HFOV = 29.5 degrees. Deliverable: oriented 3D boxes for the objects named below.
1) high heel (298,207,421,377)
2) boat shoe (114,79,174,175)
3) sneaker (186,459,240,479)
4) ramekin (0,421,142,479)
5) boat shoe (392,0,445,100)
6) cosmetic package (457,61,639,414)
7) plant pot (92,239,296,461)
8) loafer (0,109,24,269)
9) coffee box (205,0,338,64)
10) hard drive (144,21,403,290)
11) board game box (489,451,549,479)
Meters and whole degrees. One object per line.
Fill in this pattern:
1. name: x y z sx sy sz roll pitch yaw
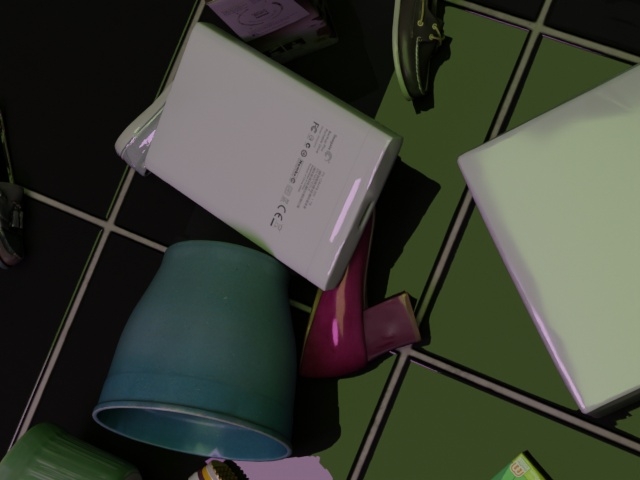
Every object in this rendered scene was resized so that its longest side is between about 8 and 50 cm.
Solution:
1. high heel: 0.000 0.000 1.705 0.181 0.127 0.377 -19 81 0
2. boat shoe: -0.206 -0.188 1.824 0.227 0.079 0.081 -43 84 10
3. sneaker: -0.127 0.407 1.722 0.084 0.069 0.185 -40 68 15
4. ramekin: -0.363 0.415 1.662 0.148 0.303 0.303 18 87 9
5. boat shoe: 0.143 -0.314 1.743 0.069 0.081 0.227 -5 78 18
6. cosmetic package: 0.401 0.002 1.471 0.327 0.394 0.329 -27 76 9
7. plant pot: -0.152 0.147 1.674 0.272 0.271 0.255 4 68 15
8. loafer: -0.501 -0.089 1.873 0.084 0.096 0.267 -24 75 4
9. coffee box: -0.082 -0.375 1.698 0.119 0.297 0.168 -20 78 11
10. hard drive: -0.075 -0.120 1.674 0.353 0.047 0.233 34 112 25
11. board game box: 0.236 0.379 1.639 0.181 0.043 0.092 -42 75 5
